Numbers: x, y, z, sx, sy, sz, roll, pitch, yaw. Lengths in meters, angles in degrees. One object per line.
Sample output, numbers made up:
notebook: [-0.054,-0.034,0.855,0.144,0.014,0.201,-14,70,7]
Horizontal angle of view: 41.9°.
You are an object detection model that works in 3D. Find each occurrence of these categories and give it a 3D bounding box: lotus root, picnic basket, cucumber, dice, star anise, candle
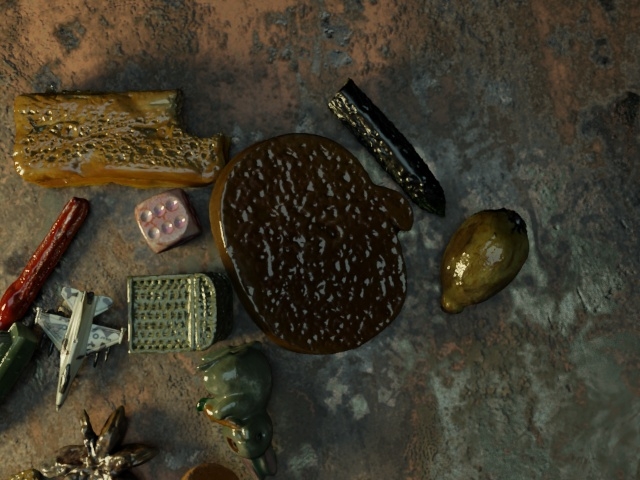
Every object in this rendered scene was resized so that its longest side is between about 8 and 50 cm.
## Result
lotus root: [0.274,0.039,1.440,0.138,0.138,0.214,32,97,3]
picnic basket: [-0.229,0.120,1.423,0.154,0.196,0.134,0,87,1]
cucumber: [0.129,-0.159,1.486,0.072,0.072,0.300,-42,88,0]
dice: [-0.268,-0.034,1.482,0.093,0.091,0.094,-26,86,1]
star anise: [-0.384,0.407,1.478,0.197,0.073,0.212,40,92,6]
candle: [-0.517,0.062,1.507,0.048,0.051,0.329,32,89,0]

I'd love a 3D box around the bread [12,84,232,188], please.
bread: [-0.348,-0.185,1.486,0.380,0.109,0.185,1,83,1]

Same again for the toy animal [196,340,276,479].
toy animal: [-0.129,0.309,1.455,0.127,0.125,0.251,-18,93,30]

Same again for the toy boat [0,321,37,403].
toy boat: [-0.599,0.258,1.480,0.085,0.078,0.260,31,98,-35]

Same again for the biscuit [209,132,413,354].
biscuit: [-0.002,0.000,1.468,0.350,0.070,0.394,-19,92,-13]

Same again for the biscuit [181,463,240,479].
biscuit: [-0.129,0.523,1.440,0.324,0.049,0.205,50,58,-6]

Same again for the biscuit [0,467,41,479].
biscuit: [-0.596,0.512,1.505,0.237,0.026,0.131,-24,85,2]

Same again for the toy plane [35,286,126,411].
toy plane: [-0.437,0.185,1.495,0.160,0.082,0.234,15,103,-7]
